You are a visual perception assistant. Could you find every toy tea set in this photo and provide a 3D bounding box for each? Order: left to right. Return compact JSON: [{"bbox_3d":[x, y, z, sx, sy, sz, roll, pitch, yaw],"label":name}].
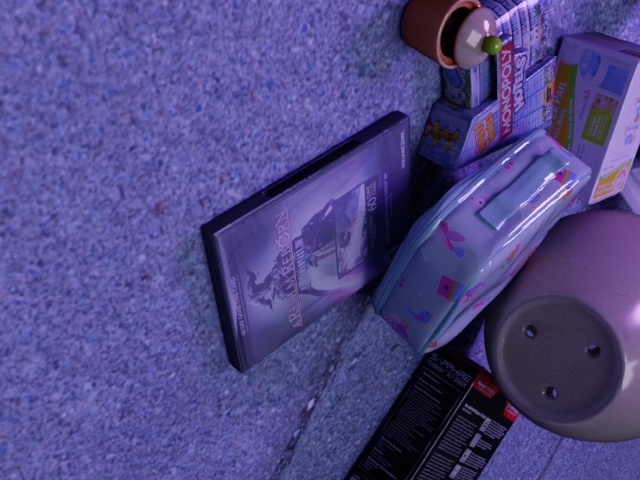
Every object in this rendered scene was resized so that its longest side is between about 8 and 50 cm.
[{"bbox_3d":[0.154,-0.318,0.793,0.200,0.124,0.336,-41,140,-23],"label":"toy tea set"}]

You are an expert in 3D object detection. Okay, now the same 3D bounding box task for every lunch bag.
[{"bbox_3d":[0.194,-0.009,1.014,0.279,0.108,0.224,-38,160,-35],"label":"lunch bag"}]

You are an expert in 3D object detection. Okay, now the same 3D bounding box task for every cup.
[{"bbox_3d":[0.352,0.131,1.139,0.237,0.331,0.331,-10,123,-56],"label":"cup"}]

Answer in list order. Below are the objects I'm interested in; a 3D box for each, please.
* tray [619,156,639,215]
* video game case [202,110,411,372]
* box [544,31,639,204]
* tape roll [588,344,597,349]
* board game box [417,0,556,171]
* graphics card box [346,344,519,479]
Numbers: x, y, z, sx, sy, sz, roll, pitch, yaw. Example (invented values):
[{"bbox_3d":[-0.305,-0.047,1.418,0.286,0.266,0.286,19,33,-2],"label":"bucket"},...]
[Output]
[{"bbox_3d":[0.579,-0.025,1.398,0.145,0.270,0.030,-14,159,-43],"label":"tray"},{"bbox_3d":[0.000,0.000,0.926,0.274,0.026,0.196,-34,137,-30],"label":"video game case"},{"bbox_3d":[0.373,-0.168,1.161,0.103,0.114,0.203,-18,128,-43],"label":"box"},{"bbox_3d":[0.560,0.129,1.506,0.286,0.100,0.286,-30,162,-11],"label":"tape roll"},{"bbox_3d":[0.196,-0.178,0.995,0.194,0.060,0.194,-38,139,-27],"label":"board game box"},{"bbox_3d":[0.152,0.353,1.295,0.371,0.094,0.233,-58,144,-3],"label":"graphics card box"}]
